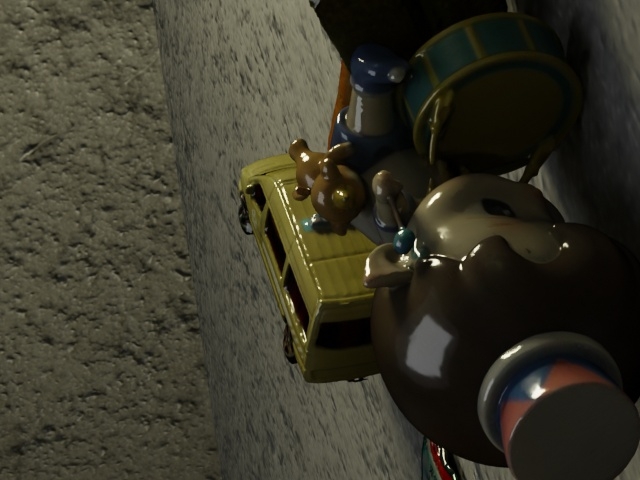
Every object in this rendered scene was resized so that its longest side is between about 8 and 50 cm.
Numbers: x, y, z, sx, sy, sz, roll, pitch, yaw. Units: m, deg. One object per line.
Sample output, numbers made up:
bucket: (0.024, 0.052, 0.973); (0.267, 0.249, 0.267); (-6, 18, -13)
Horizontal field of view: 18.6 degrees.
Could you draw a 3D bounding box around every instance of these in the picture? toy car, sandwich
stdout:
toy car: (0.000, 0.000, 1.717); (0.124, 0.101, 0.256); (95, 161, -46)
sandwich: (0.038, -0.160, 1.131); (0.185, 0.109, 0.160); (66, 180, -56)

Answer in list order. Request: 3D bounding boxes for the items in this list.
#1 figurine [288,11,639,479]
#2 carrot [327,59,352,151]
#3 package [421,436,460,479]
figurine: (0.094, 0.016, 1.014); (0.158, 0.161, 0.275); (-44, 49, 32)
carrot: (0.032, -0.128, 1.550); (0.248, 0.043, 0.043); (95, 161, -57)
package: (0.102, 0.279, 1.615); (0.166, 0.040, 0.232); (-110, 14, -47)
